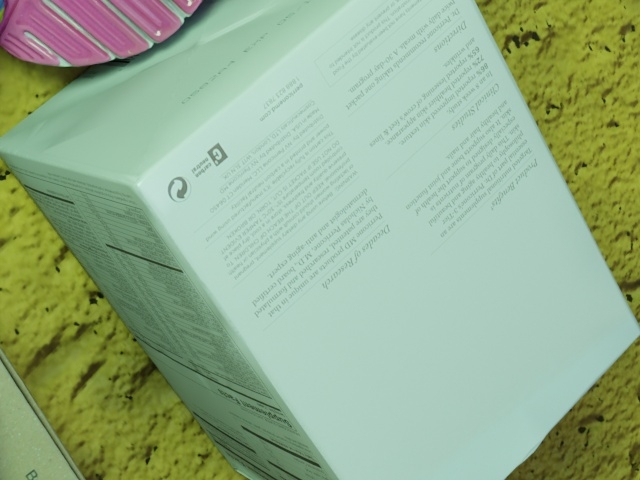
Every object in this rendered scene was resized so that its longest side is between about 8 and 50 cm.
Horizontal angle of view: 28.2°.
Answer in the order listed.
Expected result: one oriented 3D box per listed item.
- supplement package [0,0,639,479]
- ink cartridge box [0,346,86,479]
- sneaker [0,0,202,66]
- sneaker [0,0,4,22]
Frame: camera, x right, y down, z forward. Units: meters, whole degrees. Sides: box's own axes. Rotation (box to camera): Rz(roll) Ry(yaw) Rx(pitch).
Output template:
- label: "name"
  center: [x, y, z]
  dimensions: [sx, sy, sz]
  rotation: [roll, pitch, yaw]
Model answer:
- label: "supplement package"
  center: [0.000, 0.000, 0.700]
  dimensions: [0.199, 0.198, 0.263]
  rotation: [-42, 118, -20]
- label: "ink cartridge box"
  center: [-0.215, 0.169, 0.661]
  dimensions: [0.193, 0.088, 0.235]
  rotation: [-37, 115, -23]
- label: "sneaker"
  center: [-0.073, -0.186, 0.679]
  dimensions: [0.252, 0.111, 0.103]
  rotation: [-37, 106, 4]
- label: "sneaker"
  center: [-0.232, -0.069, 0.628]
  dimensions: [0.078, 0.067, 0.188]
  rotation: [34, 89, 1]
